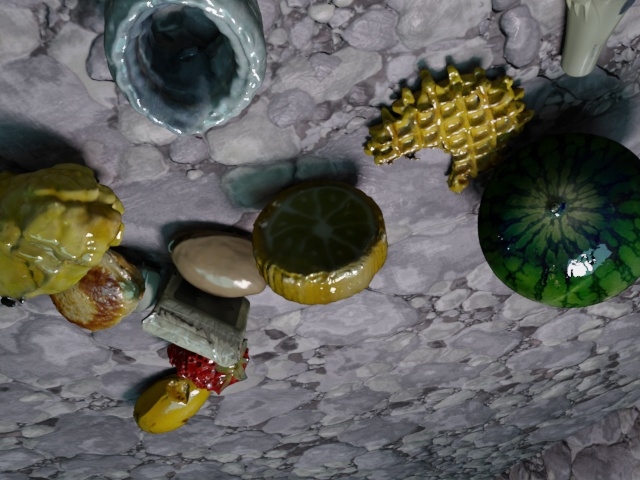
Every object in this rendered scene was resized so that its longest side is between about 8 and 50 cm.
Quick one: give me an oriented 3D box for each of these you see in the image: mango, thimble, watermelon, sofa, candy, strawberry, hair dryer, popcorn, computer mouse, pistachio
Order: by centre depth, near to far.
[{"bbox_3d":[-0.174,-0.264,0.804,0.204,0.172,0.250,-9,142,-8],"label":"thimble"},{"bbox_3d":[0.477,-0.377,0.932,0.298,0.119,0.296,-14,152,-20],"label":"hair dryer"},{"bbox_3d":[-0.468,-0.013,1.022,0.252,0.215,0.286,15,140,-41],"label":"popcorn"},{"bbox_3d":[0.000,0.000,1.142,0.259,0.260,0.118,-11,141,-3],"label":"candy"},{"bbox_3d":[0.467,-0.035,1.166,0.362,0.364,0.363,-8,144,-6],"label":"watermelon"},{"bbox_3d":[-0.204,0.048,1.261,0.225,0.136,0.136,20,134,-24],"label":"pistachio"},{"bbox_3d":[-0.270,0.190,1.285,0.210,0.225,0.176,27,107,-13],"label":"sofa"},{"bbox_3d":[-0.400,0.111,1.338,0.089,0.056,0.182,2,141,-27],"label":"computer mouse"},{"bbox_3d":[-0.283,0.279,1.516,0.201,0.187,0.185,3,106,22],"label":"strawberry"},{"bbox_3d":[-0.414,0.454,1.732,0.167,0.130,0.262,20,129,-44],"label":"mango"}]

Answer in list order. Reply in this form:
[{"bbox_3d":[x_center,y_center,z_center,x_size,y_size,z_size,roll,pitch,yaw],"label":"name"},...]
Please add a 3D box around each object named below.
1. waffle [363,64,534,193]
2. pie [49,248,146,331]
[{"bbox_3d":[0.245,-0.197,1.109,0.292,0.069,0.260,10,139,-30],"label":"waffle"},{"bbox_3d":[-0.459,0.093,1.240,0.205,0.084,0.179,-22,122,13],"label":"pie"}]
